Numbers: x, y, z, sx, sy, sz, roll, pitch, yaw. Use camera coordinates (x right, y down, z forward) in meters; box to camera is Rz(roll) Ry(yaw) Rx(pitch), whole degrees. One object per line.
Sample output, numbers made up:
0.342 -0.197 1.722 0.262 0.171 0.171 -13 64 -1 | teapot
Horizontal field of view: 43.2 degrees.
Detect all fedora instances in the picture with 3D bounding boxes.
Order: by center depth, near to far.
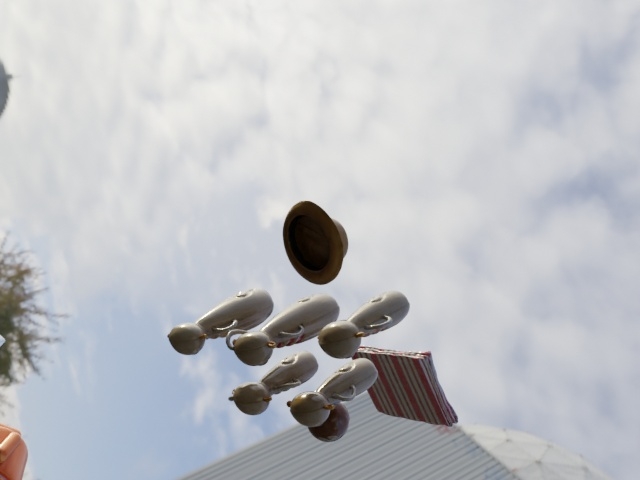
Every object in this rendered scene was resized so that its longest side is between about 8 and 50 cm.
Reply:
0.000 0.000 1.754 0.194 0.079 0.194 15 -70 45 | fedora

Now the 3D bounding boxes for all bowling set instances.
-0.024 0.164 0.934 0.287 0.154 0.199 -7 -78 43 | bowling set

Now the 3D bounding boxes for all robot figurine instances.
-0.581 0.407 1.398 0.219 0.158 0.128 -104 175 -61 | robot figurine

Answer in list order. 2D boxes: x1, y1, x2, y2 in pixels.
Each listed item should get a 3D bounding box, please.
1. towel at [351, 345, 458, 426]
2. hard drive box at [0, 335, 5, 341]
0.141 0.249 1.406 0.197 0.029 0.144 -3 -64 52 | towel
-0.631 0.138 1.342 0.181 0.089 0.232 44 -16 -7 | hard drive box
